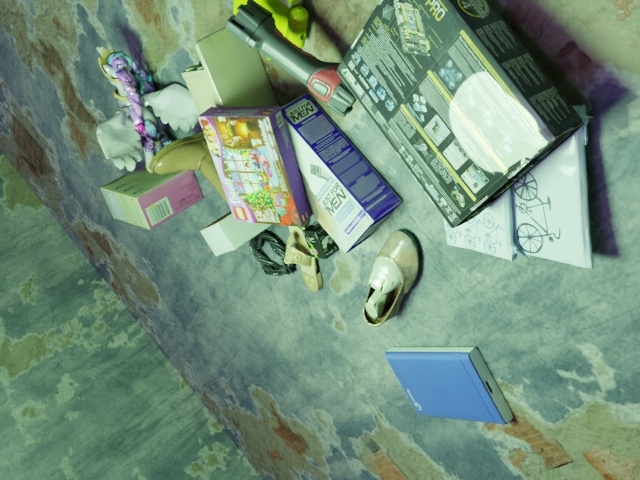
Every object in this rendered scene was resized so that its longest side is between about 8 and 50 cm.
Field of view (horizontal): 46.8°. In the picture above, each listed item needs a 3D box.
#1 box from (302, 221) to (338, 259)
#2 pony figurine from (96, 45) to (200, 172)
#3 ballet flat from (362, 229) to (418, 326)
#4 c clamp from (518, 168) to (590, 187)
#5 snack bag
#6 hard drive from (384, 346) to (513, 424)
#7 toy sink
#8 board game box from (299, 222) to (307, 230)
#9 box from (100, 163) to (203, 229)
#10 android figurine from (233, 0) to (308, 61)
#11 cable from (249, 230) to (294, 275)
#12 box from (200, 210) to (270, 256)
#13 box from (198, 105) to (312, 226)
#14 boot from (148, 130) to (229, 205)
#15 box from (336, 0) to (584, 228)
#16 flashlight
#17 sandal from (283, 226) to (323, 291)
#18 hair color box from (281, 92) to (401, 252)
[{"bbox_3d":[0.000,0.000,1.954,0.062,0.052,0.083,7,125,51],"label":"box"},{"bbox_3d":[-0.519,-0.353,2.133,0.351,0.303,0.363,52,165,19],"label":"pony figurine"},{"bbox_3d":[0.162,0.108,1.793,0.108,0.106,0.315,37,145,25],"label":"ballet flat"},{"bbox_3d":[0.414,-0.105,1.341,0.161,0.022,0.137,23,132,42],"label":"c clamp"},{"bbox_3d":[0.348,-0.104,1.375,0.343,0.037,0.322,16,127,47],"label":"snack bag"},{"bbox_3d":[0.321,0.368,1.899,0.319,0.040,0.210,-13,110,56],"label":"hard drive"},{"bbox_3d":[-0.229,-0.388,1.783,0.131,0.153,0.234,9,128,49],"label":"toy sink"},{"bbox_3d":[-0.115,-0.119,1.922,0.124,0.039,0.259,37,167,32],"label":"board game box"},{"bbox_3d":[-0.540,-0.151,2.363,0.243,0.214,0.117,15,131,45],"label":"box"},{"bbox_3d":[-0.116,-0.524,1.597,0.248,0.056,0.272,43,149,17],"label":"android figurine"},{"bbox_3d":[-0.142,0.037,2.194,0.185,0.047,0.150,6,120,53],"label":"cable"},{"bbox_3d":[-0.232,-0.043,2.104,0.130,0.170,0.091,-17,106,56],"label":"box"},{"bbox_3d":[-0.150,-0.171,1.728,0.201,0.057,0.293,5,128,31],"label":"box"},{"bbox_3d":[-0.296,-0.170,2.012,0.269,0.236,0.089,48,150,16],"label":"boot"},{"bbox_3d":[0.224,-0.260,1.311,0.394,0.097,0.318,55,148,11],"label":"box"},{"bbox_3d":[-0.042,-0.383,1.532,0.304,0.103,0.103,38,-179,1],"label":"flashlight"},{"bbox_3d":[-0.062,0.054,2.061,0.088,0.079,0.239,15,132,46],"label":"sandal"},{"bbox_3d":[0.014,-0.154,1.736,0.338,0.110,0.185,51,150,8],"label":"hair color box"}]
